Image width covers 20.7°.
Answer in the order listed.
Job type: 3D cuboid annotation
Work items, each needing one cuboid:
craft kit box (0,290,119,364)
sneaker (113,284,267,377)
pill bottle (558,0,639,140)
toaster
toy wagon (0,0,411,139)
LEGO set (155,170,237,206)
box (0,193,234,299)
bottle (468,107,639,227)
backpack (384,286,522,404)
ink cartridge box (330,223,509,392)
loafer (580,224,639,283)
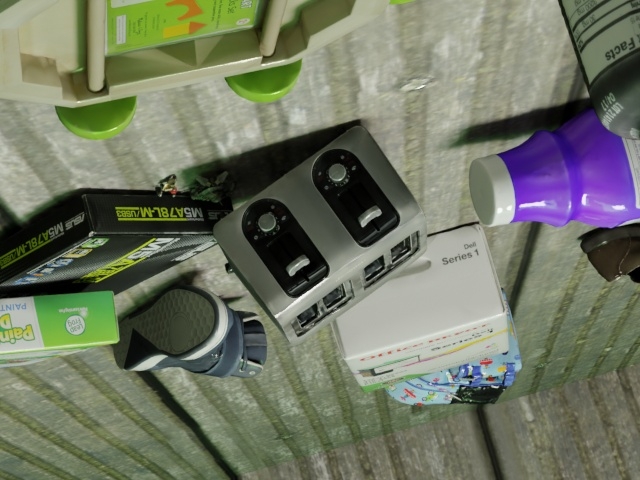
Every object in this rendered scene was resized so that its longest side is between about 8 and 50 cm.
[{"bbox_3d":[-0.355,0.095,1.657,0.250,0.061,0.247,-4,176,-33],"label":"craft kit box"},{"bbox_3d":[-0.113,0.103,1.972,0.163,0.086,0.226,6,167,-31],"label":"sneaker"},{"bbox_3d":[0.206,-0.147,1.033,0.130,0.245,0.130,-15,167,-4],"label":"pill bottle"},{"bbox_3d":[0.000,0.000,1.589,0.168,0.110,0.185,-34,167,-5],"label":"toaster"},{"bbox_3d":[-0.045,-0.158,1.093,0.344,0.068,0.267,-14,166,-11],"label":"toy wagon"},{"bbox_3d":[-0.106,-0.043,1.566,0.083,0.023,0.054,-9,165,-24],"label":"LEGO set"},{"bbox_3d":[-0.204,0.009,1.618,0.191,0.045,0.184,-26,162,37],"label":"box"},{"bbox_3d":[0.284,-0.072,1.681,0.283,0.118,0.092,-13,173,-15],"label":"bottle"},{"bbox_3d":[0.161,0.138,2.323,0.173,0.158,0.117,-1,157,-16],"label":"backpack"},{"bbox_3d":[0.119,0.088,2.133,0.201,0.117,0.278,-16,166,3],"label":"ink cartridge box"},{"bbox_3d":[0.429,0.023,2.301,0.220,0.078,0.080,-5,163,-37],"label":"loafer"}]
